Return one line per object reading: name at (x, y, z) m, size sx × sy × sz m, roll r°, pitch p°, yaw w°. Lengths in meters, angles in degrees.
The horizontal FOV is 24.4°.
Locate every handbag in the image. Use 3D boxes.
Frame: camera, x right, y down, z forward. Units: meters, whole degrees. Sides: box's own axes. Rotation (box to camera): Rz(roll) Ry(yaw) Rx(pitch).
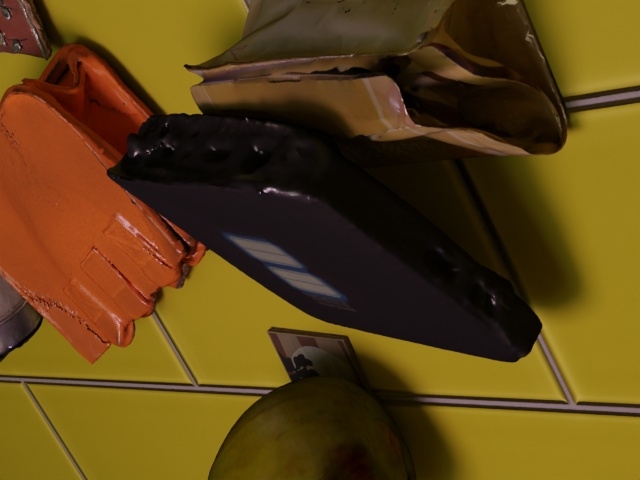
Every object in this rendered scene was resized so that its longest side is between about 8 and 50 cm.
handbag at (-0.287, -0.036, 1.823) m, size 0.303 × 0.116 × 0.410 m, roll 46°, pitch 147°, yaw -1°

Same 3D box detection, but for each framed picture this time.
framed picture at (0.020, 0.194, 1.787) m, size 0.136 × 0.010 × 0.201 m, roll 4°, pitch 126°, yaw 48°

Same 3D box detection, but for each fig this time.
fig at (-0.028, 0.288, 1.697) m, size 0.271 × 0.239 × 0.239 m, roll -28°, pitch 104°, yaw 14°

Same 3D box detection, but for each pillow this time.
pillow at (-0.409, -0.280, 1.777) m, size 0.232 × 0.043 × 0.126 m, roll 14°, pitch 134°, yaw 42°

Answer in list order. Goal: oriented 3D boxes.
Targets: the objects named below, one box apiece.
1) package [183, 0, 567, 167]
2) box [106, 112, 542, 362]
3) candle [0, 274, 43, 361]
package at (0.029, -0.134, 1.316) m, size 0.311 × 0.165 × 0.221 m, roll 2°, pitch 125°, yaw 48°
box at (0.000, 0.000, 1.422) m, size 0.350 × 0.091 × 0.359 m, roll 36°, pitch 165°, yaw -33°
candle at (-0.528, 0.016, 2.079) m, size 0.187 × 0.187 × 0.330 m, roll 6°, pitch 127°, yaw 45°
